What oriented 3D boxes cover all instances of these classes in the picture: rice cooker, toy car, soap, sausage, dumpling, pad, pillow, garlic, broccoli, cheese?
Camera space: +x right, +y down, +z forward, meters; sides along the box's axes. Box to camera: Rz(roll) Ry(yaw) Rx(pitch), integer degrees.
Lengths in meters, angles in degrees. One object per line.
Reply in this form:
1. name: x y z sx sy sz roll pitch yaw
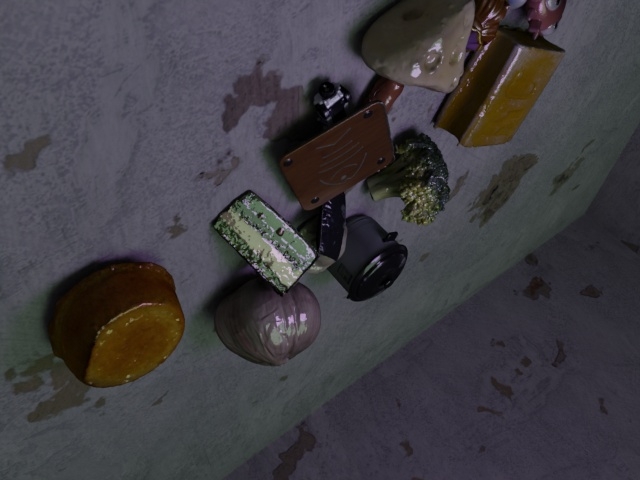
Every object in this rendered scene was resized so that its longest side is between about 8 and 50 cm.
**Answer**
1. rice cooker: 0.147 0.064 1.915 0.241 0.227 0.280 -6 135 -49
2. toy car: 0.029 -0.306 1.405 0.080 0.070 0.171 -40 154 -6
3. soap: 0.529 -0.450 1.780 0.293 0.156 0.335 -8 136 -41
4. sausage: 0.122 -0.294 1.543 0.078 0.078 0.304 -12 139 -45
5. dumpling: -0.001 -0.002 1.775 0.111 0.181 0.155 -19 141 38
6. pad: 0.050 -0.201 1.500 0.286 0.018 0.284 -30 154 -1
7. pillow: 0.030 -0.053 1.684 0.141 0.055 0.208 23 71 -64
8. garlic: -0.134 0.234 1.741 0.317 0.259 0.317 -7 169 -1
9. broccoli: 0.262 -0.175 1.797 0.243 0.247 0.263 -16 111 12
10. cheese: 0.217 -0.418 1.365 0.248 0.173 0.251 -32 144 -18

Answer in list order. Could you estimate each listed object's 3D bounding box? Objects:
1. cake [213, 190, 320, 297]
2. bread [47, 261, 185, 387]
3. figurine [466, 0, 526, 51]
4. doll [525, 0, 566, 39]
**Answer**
1. cake: -0.167 -0.014 1.586 0.158 0.172 0.283 -47 120 -6
2. bread: -0.451 0.193 1.367 0.312 0.172 0.312 -30 148 -22
3. figurine: 0.395 -0.565 1.440 0.263 0.142 0.189 -48 -173 4
4. doll: 0.616 -0.663 1.637 0.211 0.093 0.262 -53 145 -16
